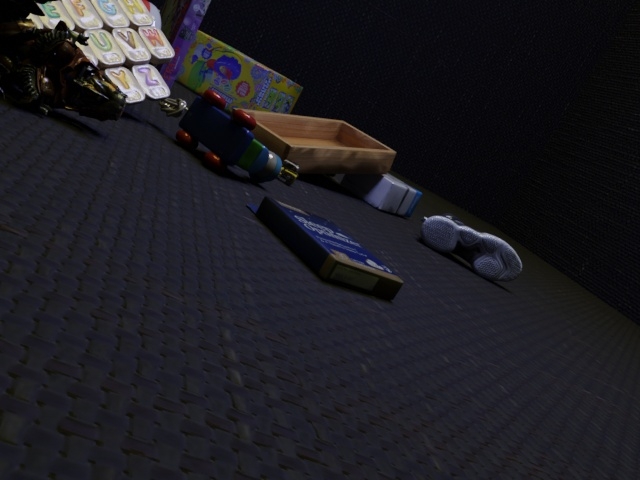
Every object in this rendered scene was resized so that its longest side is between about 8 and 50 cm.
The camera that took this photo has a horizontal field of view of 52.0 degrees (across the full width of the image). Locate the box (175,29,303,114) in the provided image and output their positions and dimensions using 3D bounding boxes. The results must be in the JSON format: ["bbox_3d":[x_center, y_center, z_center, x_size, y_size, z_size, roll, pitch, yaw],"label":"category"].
[{"bbox_3d":[-0.259,-0.501,2.102,0.290,0.177,0.279,33,13,16],"label":"box"}]

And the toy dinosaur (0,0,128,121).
[{"bbox_3d":[-0.395,-0.235,0.796,0.321,0.164,0.218,6,4,-19],"label":"toy dinosaur"}]

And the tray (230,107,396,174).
[{"bbox_3d":[-0.012,-0.235,1.613,0.202,0.076,0.410,36,25,32],"label":"tray"}]

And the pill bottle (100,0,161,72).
[{"bbox_3d":[-0.469,-0.417,1.193,0.322,0.182,0.181,21,14,-34],"label":"pill bottle"}]

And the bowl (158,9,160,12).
[{"bbox_3d":[-0.496,-0.658,2.223,0.311,0.163,0.311,28,11,-6],"label":"bowl"}]

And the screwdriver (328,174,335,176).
[{"bbox_3d":[-0.007,-0.221,1.897,0.170,0.024,0.025,39,-14,46],"label":"screwdriver"}]

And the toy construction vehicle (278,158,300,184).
[{"bbox_3d":[-0.086,-0.147,1.366,0.098,0.035,0.086,29,22,10],"label":"toy construction vehicle"}]

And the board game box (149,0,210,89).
[{"bbox_3d":[-0.339,-0.524,1.562,0.056,0.347,0.208,19,15,-39],"label":"board game box"}]

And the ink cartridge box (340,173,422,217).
[{"bbox_3d":[0.172,-0.143,1.833,0.148,0.086,0.203,35,12,28],"label":"ink cartridge box"}]

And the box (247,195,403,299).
[{"bbox_3d":[0.000,0.000,0.918,0.136,0.037,0.225,19,14,-42],"label":"box"}]

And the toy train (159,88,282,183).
[{"bbox_3d":[-0.181,-0.192,1.161,0.248,0.105,0.143,37,3,35],"label":"toy train"}]

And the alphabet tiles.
[{"bbox_3d":[-0.373,-0.341,1.074,0.284,0.021,0.278,-28,84,-51],"label":"alphabet tiles"}]

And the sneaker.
[{"bbox_3d":[0.370,0.005,1.635,0.268,0.101,0.153,26,14,-3],"label":"sneaker"}]
